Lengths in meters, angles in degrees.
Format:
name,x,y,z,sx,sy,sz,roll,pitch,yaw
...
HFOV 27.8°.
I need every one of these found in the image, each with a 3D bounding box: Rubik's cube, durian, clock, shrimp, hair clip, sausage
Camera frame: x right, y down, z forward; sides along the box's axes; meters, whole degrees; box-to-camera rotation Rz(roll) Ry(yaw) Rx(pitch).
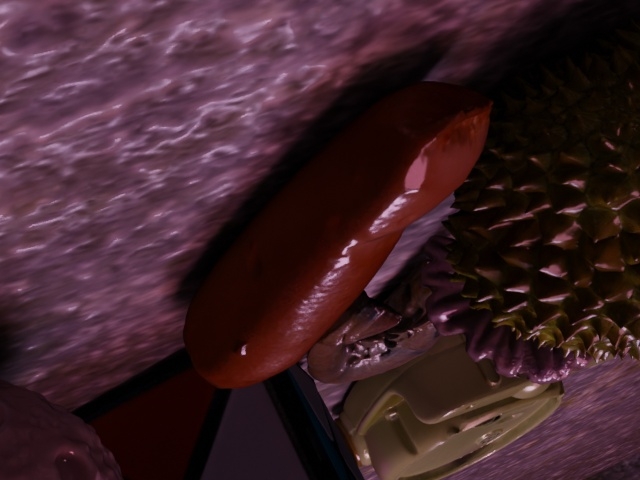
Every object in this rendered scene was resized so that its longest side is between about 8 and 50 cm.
name,x,y,z,sx,sy,sz,roll,pitch,yaw
Rubik's cube,-0.086,0.254,1.191,0.250,0.246,0.248,-29,160,3
durian,0.226,-0.032,0.947,0.291,0.224,0.291,-27,154,-14
clock,0.166,0.193,1.545,0.286,0.117,0.348,-15,156,-30
shrimp,0.059,0.073,1.226,0.145,0.059,0.254,-10,158,-20
hair clip,0.221,-0.003,1.130,0.300,0.173,0.069,-41,168,-31
sausage,0.000,0.000,0.928,0.097,0.094,0.348,-26,162,-47

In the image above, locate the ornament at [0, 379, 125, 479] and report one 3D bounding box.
name,x,y,z,sx,sy,sz,roll,pitch,yaw
ornament,-0.255,0.210,0.898,0.260,0.225,0.259,2,156,1
